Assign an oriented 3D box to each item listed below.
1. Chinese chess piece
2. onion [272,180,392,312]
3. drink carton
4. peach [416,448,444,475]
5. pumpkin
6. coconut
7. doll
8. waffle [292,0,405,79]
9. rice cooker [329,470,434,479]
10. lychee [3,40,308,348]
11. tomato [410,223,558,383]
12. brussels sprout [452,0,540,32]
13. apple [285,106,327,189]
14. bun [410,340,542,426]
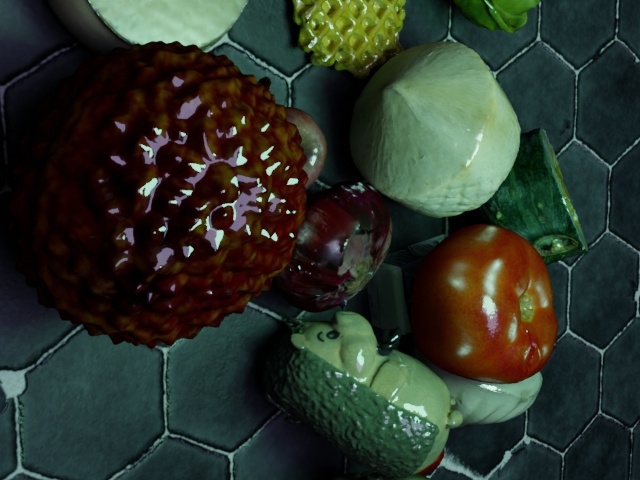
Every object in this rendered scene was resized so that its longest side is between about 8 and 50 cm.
[{"bbox_3d":[-0.255,-0.429,1.546,0.338,0.140,0.338,-8,103,-35],"label":"Chinese chess piece"},{"bbox_3d":[0.000,0.000,1.773,0.252,0.219,0.252,-45,166,-15],"label":"onion"},{"bbox_3d":[0.202,0.080,1.994,0.222,0.102,0.134,-18,106,-33],"label":"drink carton"},{"bbox_3d":[0.172,0.382,2.006,0.151,0.118,0.151,-3,95,-39],"label":"peach"},{"bbox_3d":[0.388,-0.073,2.025,0.293,0.197,0.263,41,35,-62],"label":"pumpkin"},{"bbox_3d":[0.197,-0.201,1.825,0.329,0.329,0.328,-7,101,-36],"label":"coconut"},{"bbox_3d":[0.074,0.260,1.818,0.350,0.247,0.247,26,79,-3],"label":"doll"},{"bbox_3d":[0.053,-0.426,1.832,0.291,0.051,0.291,-7,102,-39],"label":"waffle"},{"bbox_3d":[0.137,0.586,1.886,0.335,0.335,0.325,19,85,-37],"label":"rice cooker"},{"bbox_3d":[-0.209,-0.083,1.467,0.500,0.425,0.424,-52,123,-26],"label":"lychee"},{"bbox_3d":[0.283,0.114,1.851,0.299,0.226,0.298,8,79,-45],"label":"tomato"},{"bbox_3d":[0.342,-0.535,1.906,0.227,0.259,0.294,-11,81,-50],"label":"brussels sprout"},{"bbox_3d":[-0.065,-0.148,1.745,0.153,0.120,0.153,-10,105,-41],"label":"apple"},{"bbox_3d":[0.284,0.286,2.015,0.263,0.263,0.175,5,114,-37],"label":"bun"}]
